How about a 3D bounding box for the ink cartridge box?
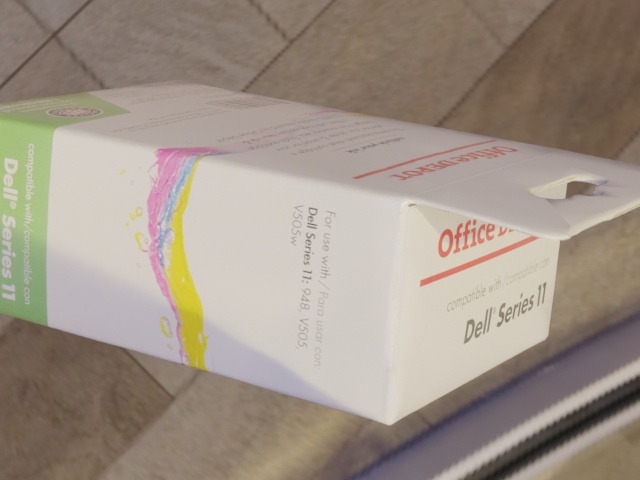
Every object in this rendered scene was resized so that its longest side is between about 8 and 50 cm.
[{"bbox_3d":[0.000,0.000,0.859,0.207,0.353,0.119,-18,116,-57],"label":"ink cartridge box"}]
